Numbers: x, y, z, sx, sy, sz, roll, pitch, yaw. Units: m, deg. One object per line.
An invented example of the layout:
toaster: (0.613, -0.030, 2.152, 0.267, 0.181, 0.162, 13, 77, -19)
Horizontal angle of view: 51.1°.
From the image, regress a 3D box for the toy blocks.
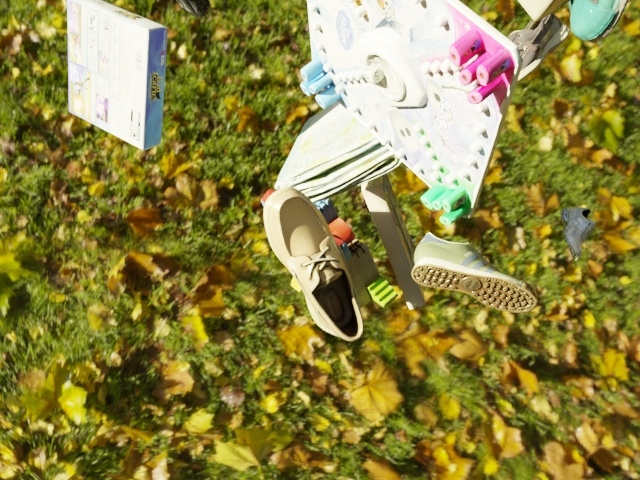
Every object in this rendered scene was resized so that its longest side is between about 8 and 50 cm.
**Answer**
toy blocks: (0.000, 0.000, 1.641, 0.191, 0.381, 0.260, -37, 127, -16)

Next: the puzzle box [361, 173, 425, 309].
puzzle box: (0.201, -0.043, 1.868, 0.272, 0.052, 0.408, -87, 156, -57)

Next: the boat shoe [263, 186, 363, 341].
boat shoe: (0.001, 0.048, 1.315, 0.122, 0.110, 0.341, -34, 116, -14)

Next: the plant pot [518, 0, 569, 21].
plant pot: (0.287, -0.354, 0.807, 0.109, 0.096, 0.109, -35, 86, -26)

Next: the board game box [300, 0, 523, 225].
board game box: (0.092, -0.237, 0.965, 0.050, 0.390, 0.390, -37, 68, -14)

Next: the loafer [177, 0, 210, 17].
loafer: (-0.375, -0.675, 1.760, 0.078, 0.223, 0.076, 7, 65, 28)

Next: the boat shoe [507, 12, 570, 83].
boat shoe: (0.444, -0.416, 1.463, 0.092, 0.103, 0.285, 49, 63, -6)

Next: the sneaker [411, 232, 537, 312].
sneaker: (0.231, 0.040, 0.995, 0.192, 0.064, 0.086, 16, 46, -6)

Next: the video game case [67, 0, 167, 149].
video game case: (-0.447, -0.367, 1.458, 0.244, 0.269, 0.061, 27, 35, 22)

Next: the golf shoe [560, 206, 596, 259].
golf shoe: (0.716, -0.028, 1.845, 0.069, 0.086, 0.176, 48, 37, -41)

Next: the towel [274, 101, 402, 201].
towel: (0.077, -0.236, 1.487, 0.090, 0.321, 0.374, 51, 36, -26)

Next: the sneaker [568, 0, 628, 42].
sneaker: (0.410, -0.463, 1.022, 0.121, 0.108, 0.301, 2, 101, -18)
